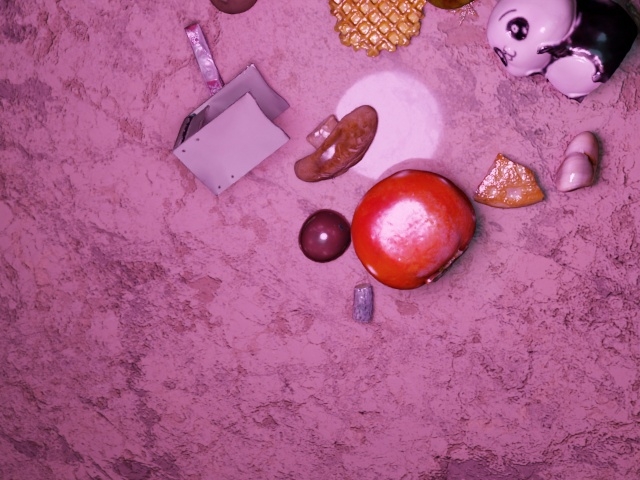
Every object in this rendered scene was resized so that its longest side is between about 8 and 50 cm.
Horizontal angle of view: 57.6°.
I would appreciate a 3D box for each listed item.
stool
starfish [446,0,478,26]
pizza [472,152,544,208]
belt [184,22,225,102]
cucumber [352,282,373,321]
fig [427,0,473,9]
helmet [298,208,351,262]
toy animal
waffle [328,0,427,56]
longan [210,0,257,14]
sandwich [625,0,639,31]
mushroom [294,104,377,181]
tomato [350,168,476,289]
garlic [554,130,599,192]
[{"bbox_3d":[-0.233,-0.299,1.564,0.270,0.243,0.170,-35,119,17],"label":"stool"},{"bbox_3d":[0.373,-0.608,1.511,0.092,0.016,0.086,44,105,1],"label":"starfish"},{"bbox_3d":[0.499,-0.160,1.574,0.182,0.062,0.161,-11,108,19],"label":"pizza"},{"bbox_3d":[-0.320,-0.495,1.653,0.053,0.071,0.231,-19,102,8],"label":"belt"},{"bbox_3d":[0.127,0.183,1.725,0.064,0.064,0.111,5,104,10],"label":"cucumber"},{"bbox_3d":[0.336,-0.689,1.422,0.203,0.203,0.225,40,74,0],"label":"fig"},{"bbox_3d":[0.000,0.000,1.687,0.175,0.106,0.155,-37,94,21],"label":"helmet"},{"bbox_3d":[0.557,-0.493,1.396,0.310,0.251,0.250,32,107,2],"label":"toy animal"},{"bbox_3d":[0.150,-0.615,1.533,0.254,0.056,0.248,-9,102,15],"label":"waffle"},{"bbox_3d":[-0.240,-0.697,1.534,0.189,0.189,0.189,3,104,11],"label":"longan"},{"bbox_3d":[0.899,-0.575,1.352,0.326,0.131,0.262,0,105,12],"label":"sandwich"},{"bbox_3d":[0.038,-0.255,1.592,0.286,0.151,0.156,-42,94,17],"label":"mushroom"},{"bbox_3d":[0.241,-0.029,1.546,0.325,0.293,0.289,-46,77,22],"label":"tomato"},{"bbox_3d":[0.663,-0.199,1.503,0.099,0.124,0.174,13,79,24],"label":"garlic"}]
